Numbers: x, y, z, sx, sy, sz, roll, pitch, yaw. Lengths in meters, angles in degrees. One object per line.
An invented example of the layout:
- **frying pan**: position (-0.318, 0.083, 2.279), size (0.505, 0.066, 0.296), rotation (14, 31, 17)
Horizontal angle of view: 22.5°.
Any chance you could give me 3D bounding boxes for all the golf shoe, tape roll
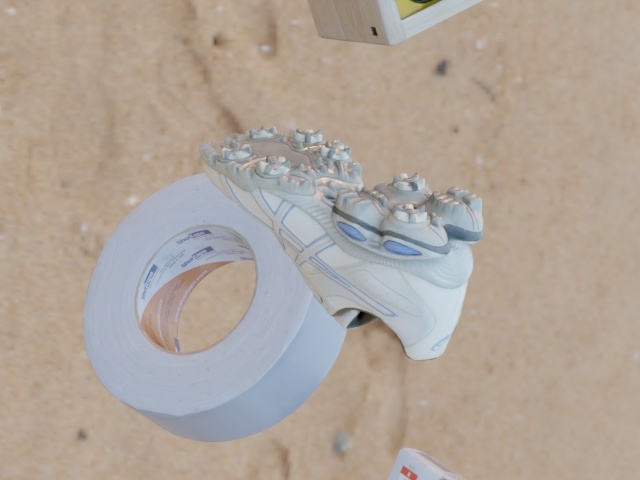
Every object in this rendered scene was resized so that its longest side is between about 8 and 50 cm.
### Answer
- **golf shoe**: position (0.000, 0.000, 0.763), size (0.069, 0.176, 0.086), rotation (-15, 119, -34)
- **tape roll**: position (-0.088, 0.053, 1.339), size (0.072, 0.219, 0.219), rotation (45, 61, -54)

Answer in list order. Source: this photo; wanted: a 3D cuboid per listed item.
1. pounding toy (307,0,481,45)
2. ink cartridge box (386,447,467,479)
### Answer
- **pounding toy**: position (0.065, -0.250, 0.982), size (0.181, 0.094, 0.206), rotation (-29, 114, -25)
- **ink cartridge box**: position (0.090, 0.294, 1.434), size (0.045, 0.145, 0.179), rotation (24, 94, -41)
